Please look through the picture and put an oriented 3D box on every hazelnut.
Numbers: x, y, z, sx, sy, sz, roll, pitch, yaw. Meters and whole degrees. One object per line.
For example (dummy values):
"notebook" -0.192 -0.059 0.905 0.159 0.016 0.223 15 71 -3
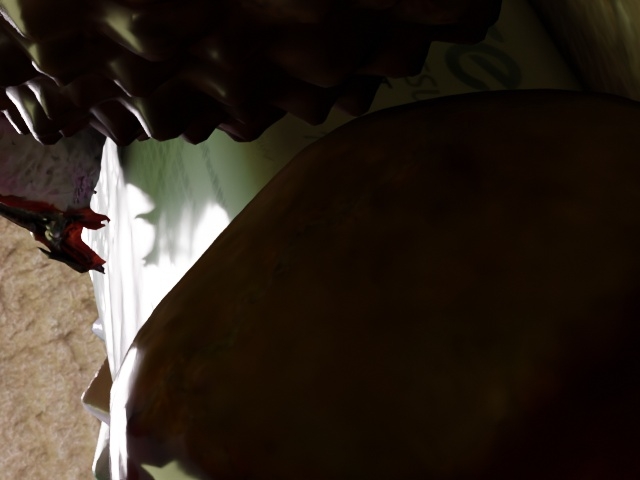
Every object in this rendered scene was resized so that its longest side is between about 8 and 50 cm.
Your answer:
"hazelnut" 0.062 0.063 0.455 0.229 0.229 0.229 159 90 -89

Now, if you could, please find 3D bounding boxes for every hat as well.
"hat" -0.141 -0.114 0.786 0.140 0.227 0.129 26 -170 24

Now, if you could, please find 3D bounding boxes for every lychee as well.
"lychee" -0.059 -0.173 0.482 0.330 0.306 0.306 39 161 35

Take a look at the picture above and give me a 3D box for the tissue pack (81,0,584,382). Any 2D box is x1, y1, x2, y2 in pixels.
"tissue pack" 0.000 0.000 0.817 0.405 0.205 0.331 -109 26 -43

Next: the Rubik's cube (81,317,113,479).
"Rubik's cube" 0.016 0.127 1.329 0.387 0.358 0.368 41 158 -32
